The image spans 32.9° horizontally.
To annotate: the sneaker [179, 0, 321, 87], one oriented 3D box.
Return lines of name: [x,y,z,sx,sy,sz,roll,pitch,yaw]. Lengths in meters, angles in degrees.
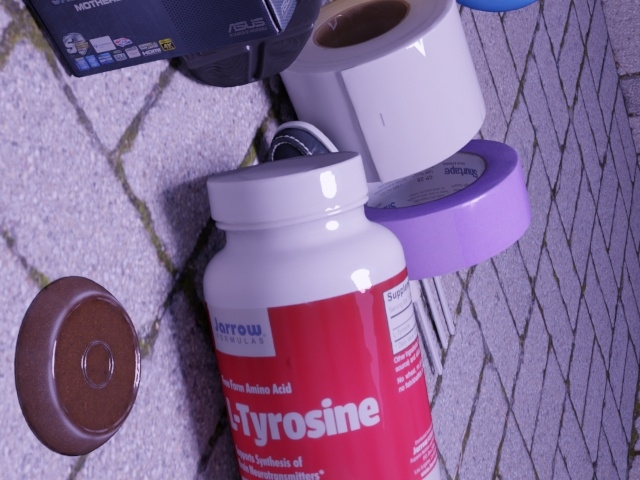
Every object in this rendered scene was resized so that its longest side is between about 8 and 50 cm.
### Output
sneaker: [-0.121,-0.375,1.139,0.447,0.169,0.258,79,-7,-61]

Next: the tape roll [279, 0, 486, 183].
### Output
tape roll: [0.079,-0.212,1.425,0.169,0.246,0.246,68,31,-31]

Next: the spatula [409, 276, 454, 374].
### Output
spatula: [0.181,0.097,1.832,0.168,0.019,0.242,-63,141,-55]

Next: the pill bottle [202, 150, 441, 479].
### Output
pill bottle: [-0.004,0.116,1.216,0.229,0.229,0.408,-29,111,-61]

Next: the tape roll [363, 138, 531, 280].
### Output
tape roll: [0.146,-0.047,1.494,0.275,0.274,0.090,-51,131,-54]

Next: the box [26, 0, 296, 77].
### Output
box: [-0.161,-0.250,0.962,0.059,0.232,0.183,-71,145,-45]

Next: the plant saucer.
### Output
plant saucer: [-0.217,0.116,1.015,0.168,0.029,0.169,22,65,-61]

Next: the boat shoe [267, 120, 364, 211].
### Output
boat shoe: [0.000,0.000,1.373,0.091,0.114,0.303,-44,116,-49]

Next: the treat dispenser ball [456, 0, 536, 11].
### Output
treat dispenser ball: [0.311,-0.545,1.899,0.288,0.288,0.288,19,68,-61]
